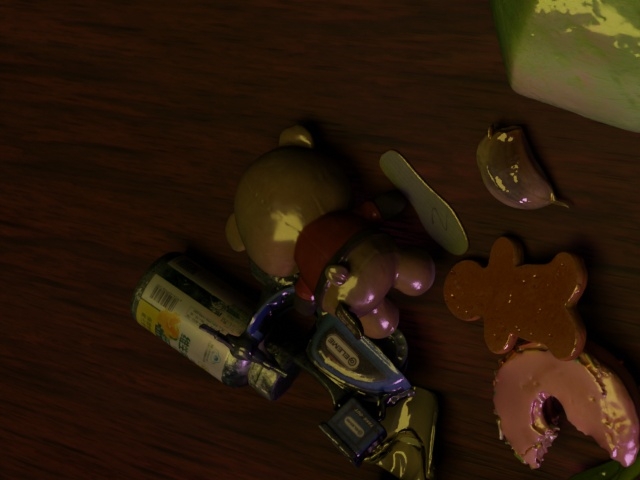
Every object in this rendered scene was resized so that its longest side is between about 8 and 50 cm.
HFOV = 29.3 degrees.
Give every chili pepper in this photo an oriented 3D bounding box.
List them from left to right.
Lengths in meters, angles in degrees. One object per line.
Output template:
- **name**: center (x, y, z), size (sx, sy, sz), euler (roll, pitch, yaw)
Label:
- **chili pepper**: center (0.434, 0.318, 1.747), size (0.201, 0.050, 0.052), euler (-50, 43, 39)

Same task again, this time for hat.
- **hat**: center (0.156, 0.317, 1.950), size (0.147, 0.085, 0.175), euler (26, 105, 37)

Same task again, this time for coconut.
- **coconut**: center (0.322, -0.280, 1.335), size (0.328, 0.281, 0.328), euler (11, 122, 18)

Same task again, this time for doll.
- **doll**: center (0.000, 0.000, 1.787), size (0.330, 0.174, 0.235), euler (43, 112, 27)

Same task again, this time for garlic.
- **garlic**: center (0.258, -0.086, 1.637), size (0.084, 0.066, 0.152), euler (-24, 97, 40)

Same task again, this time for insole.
- **insole**: center (0.151, -0.055, 1.776), size (0.188, 0.004, 0.064), euler (50, 132, 2)

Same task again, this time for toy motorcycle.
- **toy motorcycle**: center (-0.013, 0.161, 1.884), size (0.358, 0.212, 0.125), euler (44, 171, 17)

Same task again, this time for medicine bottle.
- **medicine bottle**: center (-0.166, 0.147, 2.033), size (0.293, 0.141, 0.141), euler (32, 130, 18)

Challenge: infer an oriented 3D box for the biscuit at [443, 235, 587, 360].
- **biscuit**: center (0.271, 0.078, 1.707), size (0.250, 0.036, 0.165), euler (4, 91, 50)

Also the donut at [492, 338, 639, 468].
- **donut**: center (0.346, 0.219, 1.723), size (0.233, 0.085, 0.199), euler (-9, 102, 44)
